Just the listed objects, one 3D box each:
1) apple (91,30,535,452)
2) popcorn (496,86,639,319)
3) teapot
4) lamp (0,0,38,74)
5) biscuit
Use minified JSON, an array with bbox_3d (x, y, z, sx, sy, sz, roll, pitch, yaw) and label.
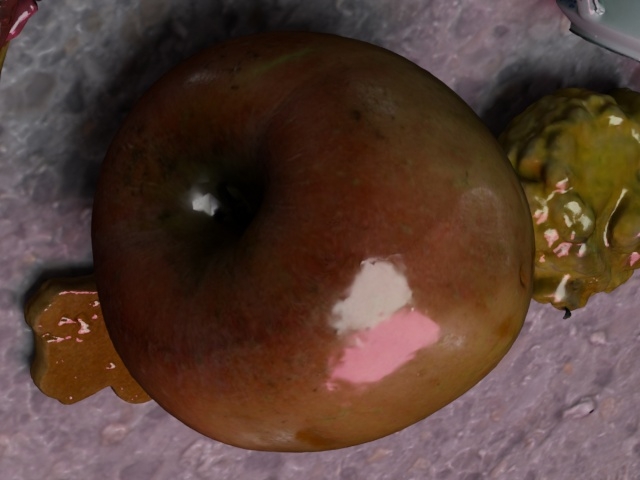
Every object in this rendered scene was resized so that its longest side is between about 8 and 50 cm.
[{"bbox_3d":[0.000,0.000,1.294,0.338,0.338,0.305,-50,149,14],"label":"apple"},{"bbox_3d":[0.244,-0.041,1.501,0.189,0.169,0.218,-25,140,-8],"label":"popcorn"},{"bbox_3d":[0.294,-0.228,1.403,0.232,0.159,0.159,6,122,-45],"label":"teapot"},{"bbox_3d":[-0.285,-0.136,1.172,0.118,0.118,0.253,22,111,-39],"label":"lamp"},{"bbox_3d":[-0.143,0.065,1.462,0.249,0.035,0.184,-16,132,-19],"label":"biscuit"}]
